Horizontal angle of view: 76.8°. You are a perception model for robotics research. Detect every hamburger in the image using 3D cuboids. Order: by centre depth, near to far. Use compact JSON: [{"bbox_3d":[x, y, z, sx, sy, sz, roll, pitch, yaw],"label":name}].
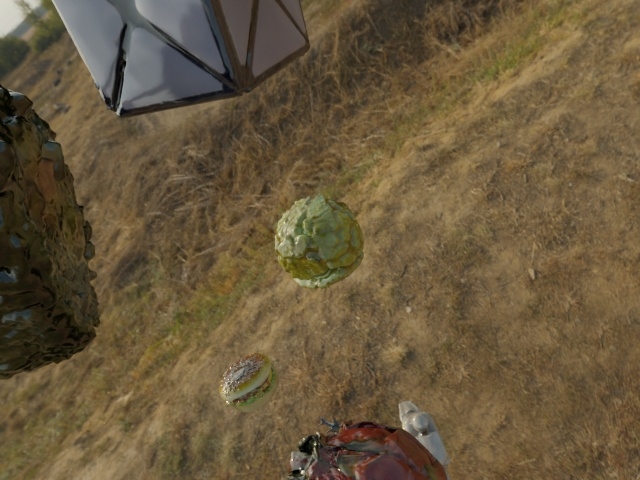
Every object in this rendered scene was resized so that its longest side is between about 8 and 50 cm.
[{"bbox_3d":[-0.151,0.296,0.848,0.127,0.081,0.141,-27,27,3],"label":"hamburger"}]

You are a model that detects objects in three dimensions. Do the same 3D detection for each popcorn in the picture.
[{"bbox_3d":[0.002,0.005,1.208,0.282,0.281,0.247,4,40,42],"label":"popcorn"}]

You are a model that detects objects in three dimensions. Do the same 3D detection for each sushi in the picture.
[{"bbox_3d":[-0.395,-0.016,0.489,0.178,0.351,0.294,-11,47,-19],"label":"sushi"}]

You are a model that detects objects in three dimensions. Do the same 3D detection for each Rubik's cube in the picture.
[{"bbox_3d":[-0.230,-0.420,0.687,0.307,0.309,0.305,1,37,24],"label":"Rubik's cube"}]

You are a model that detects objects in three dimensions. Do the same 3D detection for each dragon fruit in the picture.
[{"bbox_3d":[0.084,0.435,0.683,0.299,0.244,0.244,20,66,0],"label":"dragon fruit"}]

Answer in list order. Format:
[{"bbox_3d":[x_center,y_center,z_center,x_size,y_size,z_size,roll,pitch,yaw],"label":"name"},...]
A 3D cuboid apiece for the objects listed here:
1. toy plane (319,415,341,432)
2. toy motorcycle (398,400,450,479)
[{"bbox_3d":[0.038,0.532,1.160,0.085,0.077,0.024,19,31,7],"label":"toy plane"},{"bbox_3d":[0.296,0.584,1.165,0.108,0.222,0.340,-16,5,-2],"label":"toy motorcycle"}]
